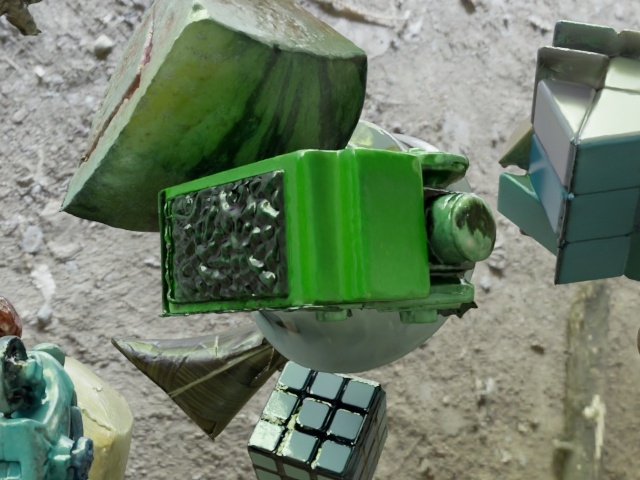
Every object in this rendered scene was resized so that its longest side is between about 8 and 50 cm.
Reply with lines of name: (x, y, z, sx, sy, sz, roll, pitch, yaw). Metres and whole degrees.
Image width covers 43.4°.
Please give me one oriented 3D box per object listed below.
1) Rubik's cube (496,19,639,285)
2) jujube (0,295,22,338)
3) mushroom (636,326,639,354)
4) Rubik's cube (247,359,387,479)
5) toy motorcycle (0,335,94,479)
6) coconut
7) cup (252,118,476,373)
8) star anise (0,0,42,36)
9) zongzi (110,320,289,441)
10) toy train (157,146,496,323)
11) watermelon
Rubik's cube: (0.454, -0.140, 1.204, 0.387, 0.358, 0.368, 85, 29, -44)
jujube: (-0.715, 0.193, 1.596, 0.230, 0.155, 0.155, -23, 95, -18)
mushroom: (0.618, 0.183, 1.287, 0.088, 0.212, 0.097, -32, 126, -43)
Rubik's cube: (0.003, 0.297, 1.190, 0.162, 0.163, 0.160, 79, 30, -47)
toy motorcycle: (-0.315, 0.236, 0.880, 0.154, 0.206, 0.260, -3, 82, 2)
coconut: (-0.542, 0.419, 1.608, 0.360, 0.346, 0.346, 39, 56, -1)
cup: (0.011, -0.019, 1.023, 0.163, 0.347, 0.347, 38, 56, -52)
star anise: (-0.561, -0.452, 1.428, 0.229, 0.236, 0.093, -40, 69, -23)
zongzi: (-0.185, 0.166, 1.309, 0.241, 0.247, 0.111, 41, 17, -6)
toy train: (0.000, 0.000, 0.603, 0.188, 0.243, 0.132, 1, 84, -43)
watermelon: (-0.096, -0.131, 0.738, 0.262, 0.213, 0.201, 3, 48, -44)
